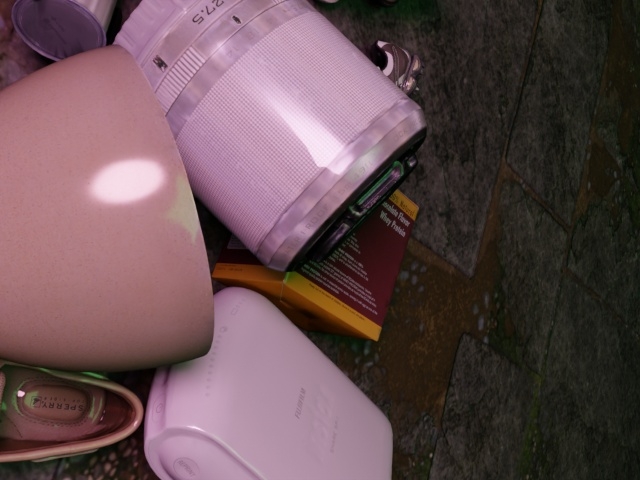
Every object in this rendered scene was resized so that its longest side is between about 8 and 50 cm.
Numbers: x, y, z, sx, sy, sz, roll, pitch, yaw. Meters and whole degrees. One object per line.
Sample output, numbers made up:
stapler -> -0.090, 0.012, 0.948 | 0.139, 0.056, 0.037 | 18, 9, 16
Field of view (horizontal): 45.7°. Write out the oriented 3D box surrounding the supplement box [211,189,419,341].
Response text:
supplement box -> 0.000, 0.000, 0.967 | 0.191, 0.129, 0.194 | 35, 66, -42

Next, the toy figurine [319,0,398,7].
toy figurine -> 0.073, -0.429, 1.032 | 0.213, 0.148, 0.209 | -17, 98, -44

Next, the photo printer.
photo printer -> -0.051, 0.209, 0.840 | 0.307, 0.107, 0.256 | 47, 27, -18

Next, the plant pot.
plant pot -> -0.232, -0.006, 0.642 | 0.191, 0.284, 0.284 | -17, 105, -22

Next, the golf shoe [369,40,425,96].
golf shoe -> 0.082, -0.198, 1.105 | 0.094, 0.077, 0.198 | 26, 67, -30

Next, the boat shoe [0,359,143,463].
boat shoe -> -0.311, 0.133, 0.645 | 0.341, 0.110, 0.121 | 11, 83, -47

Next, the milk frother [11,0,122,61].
milk frother -> -0.193, -0.236, 0.723 | 0.129, 0.143, 0.134 | 55, 34, -51

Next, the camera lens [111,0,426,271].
camera lens -> -0.049, -0.122, 0.762 | 0.274, 0.219, 0.219 | 44, 52, 4
